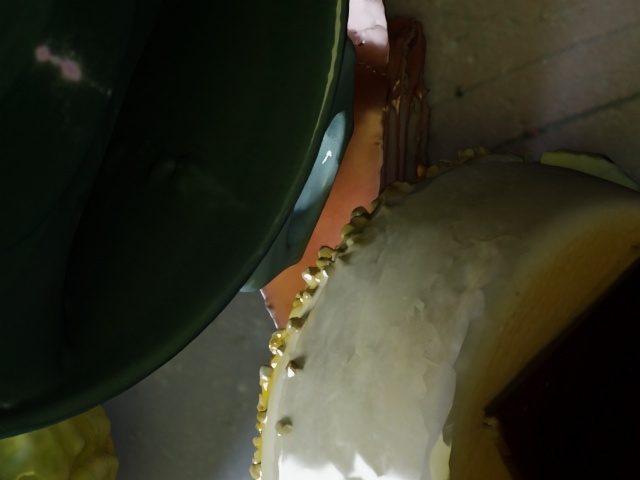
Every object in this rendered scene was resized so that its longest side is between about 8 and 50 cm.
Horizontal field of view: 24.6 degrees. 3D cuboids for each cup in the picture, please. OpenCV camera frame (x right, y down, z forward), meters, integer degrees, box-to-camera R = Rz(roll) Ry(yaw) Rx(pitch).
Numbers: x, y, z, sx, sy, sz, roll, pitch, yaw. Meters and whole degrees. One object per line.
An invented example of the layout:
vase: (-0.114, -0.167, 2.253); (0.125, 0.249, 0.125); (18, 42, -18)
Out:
cup: (-0.196, -0.086, 0.648); (0.310, 0.392, 0.401); (-46, 130, -22)

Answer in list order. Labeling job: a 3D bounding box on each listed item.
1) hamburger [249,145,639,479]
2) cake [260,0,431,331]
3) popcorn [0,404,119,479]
hamburger: (0.096, 0.098, 0.761); (0.170, 0.302, 0.302); (11, 114, 51)
cake: (0.001, -0.001, 0.845); (0.135, 0.098, 0.287); (-4, 99, 11)
popcorn: (-0.252, 0.143, 0.875); (0.251, 0.206, 0.237); (40, 125, 15)
